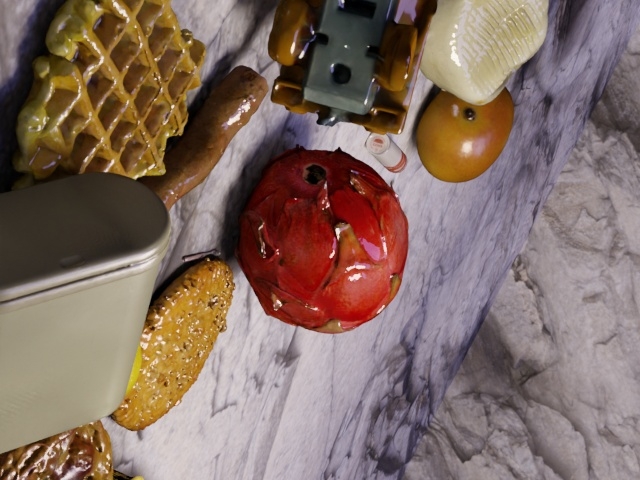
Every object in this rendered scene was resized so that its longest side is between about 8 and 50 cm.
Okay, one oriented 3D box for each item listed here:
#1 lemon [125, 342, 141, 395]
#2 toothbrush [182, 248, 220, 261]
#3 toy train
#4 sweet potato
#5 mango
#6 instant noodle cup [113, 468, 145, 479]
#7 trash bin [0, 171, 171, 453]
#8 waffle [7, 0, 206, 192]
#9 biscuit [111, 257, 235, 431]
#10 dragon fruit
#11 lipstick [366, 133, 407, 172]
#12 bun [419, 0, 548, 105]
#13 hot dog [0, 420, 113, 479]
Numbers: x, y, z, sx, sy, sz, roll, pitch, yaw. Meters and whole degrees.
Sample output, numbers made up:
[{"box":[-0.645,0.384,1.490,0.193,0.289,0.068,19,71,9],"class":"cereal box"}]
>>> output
[{"box":[-0.248,0.129,1.751,0.109,0.109,0.133,-13,105,-68],"class":"lemon"},{"box":[-0.149,0.019,2.037,0.097,0.008,0.006,-14,127,-67],"class":"toothbrush"},{"box":[0.062,-0.308,1.828,0.231,0.163,0.369,-38,142,-76],"class":"toy train"},{"box":[-0.155,-0.078,1.782,0.281,0.059,0.067,-53,171,-25],"class":"sweet potato"},{"box":[0.243,-0.189,2.640,0.175,0.139,0.254,-57,175,26],"class":"mango"},{"box":[-0.291,0.317,1.899,0.151,0.122,0.151,-54,160,-30],"class":"instant noodle cup"},{"box":[-0.268,0.074,1.512,0.243,0.121,0.247,-18,143,-32],"class":"trash bin"},{"box":[-0.198,-0.142,1.563,0.281,0.058,0.300,-49,158,-38],"class":"waffle"},{"box":[-0.184,0.136,2.064,0.254,0.035,0.254,-53,162,-25],"class":"biscuit"},{"box":[0.002,0.002,2.090,0.241,0.241,0.252,-32,133,-59],"class":"dragon fruit"},{"box":[0.102,-0.134,2.476,0.038,0.038,0.131,-61,163,-2],"class":"lipstick"},{"box":[0.234,-0.320,2.416,0.229,0.145,0.229,-15,122,-26],"class":"bun"},{"box":[-0.318,0.272,1.770,0.227,0.099,0.160,-56,133,-12],"class":"hot dog"}]
